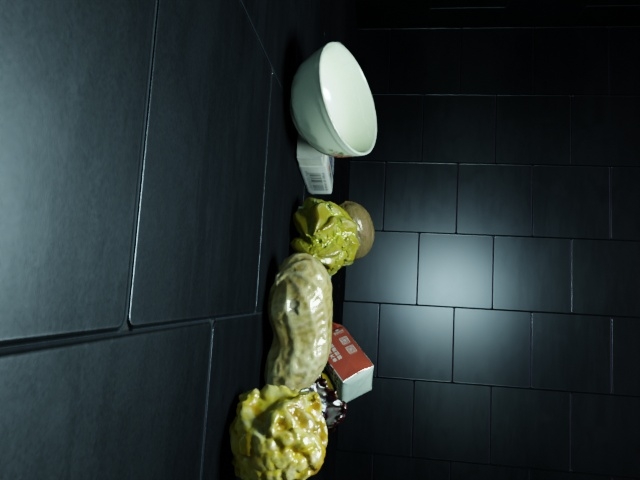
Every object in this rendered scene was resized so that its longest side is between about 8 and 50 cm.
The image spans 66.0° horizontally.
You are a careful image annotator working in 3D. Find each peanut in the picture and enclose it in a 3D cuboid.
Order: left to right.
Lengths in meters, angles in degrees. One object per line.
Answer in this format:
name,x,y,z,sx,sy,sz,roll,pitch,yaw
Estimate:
peanut,-0.050,0.189,1.061,0.153,0.140,0.325,19,77,-54

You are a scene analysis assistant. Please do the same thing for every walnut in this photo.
walnut,0.132,-0.047,2.178,0.225,0.225,0.260,-62,141,-75

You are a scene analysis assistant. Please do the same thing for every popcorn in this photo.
popcorn,-0.071,0.328,0.834,0.170,0.180,0.180,-54,-173,23

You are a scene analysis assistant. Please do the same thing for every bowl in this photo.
bowl,0.019,-0.328,1.220,0.277,0.145,0.277,27,56,-50

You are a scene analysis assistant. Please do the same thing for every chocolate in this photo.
chocolate,-0.023,0.381,1.177,0.206,0.177,0.224,-80,171,-47

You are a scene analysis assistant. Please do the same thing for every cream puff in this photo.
cream puff,0.006,0.001,1.324,0.194,0.195,0.220,-71,158,-67

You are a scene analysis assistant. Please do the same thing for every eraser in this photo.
eraser,-0.011,-0.237,1.442,0.279,0.081,0.124,67,26,-74

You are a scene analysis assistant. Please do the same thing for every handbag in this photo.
handbag,0.065,0.458,1.903,0.298,0.151,0.171,47,-31,41

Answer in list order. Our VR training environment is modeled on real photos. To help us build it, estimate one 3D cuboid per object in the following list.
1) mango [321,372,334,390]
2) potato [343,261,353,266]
mango,0.003,0.566,1.789,0.137,0.098,0.195,-66,153,-62
potato,0.041,0.030,1.706,0.081,0.149,0.120,-75,164,-84
